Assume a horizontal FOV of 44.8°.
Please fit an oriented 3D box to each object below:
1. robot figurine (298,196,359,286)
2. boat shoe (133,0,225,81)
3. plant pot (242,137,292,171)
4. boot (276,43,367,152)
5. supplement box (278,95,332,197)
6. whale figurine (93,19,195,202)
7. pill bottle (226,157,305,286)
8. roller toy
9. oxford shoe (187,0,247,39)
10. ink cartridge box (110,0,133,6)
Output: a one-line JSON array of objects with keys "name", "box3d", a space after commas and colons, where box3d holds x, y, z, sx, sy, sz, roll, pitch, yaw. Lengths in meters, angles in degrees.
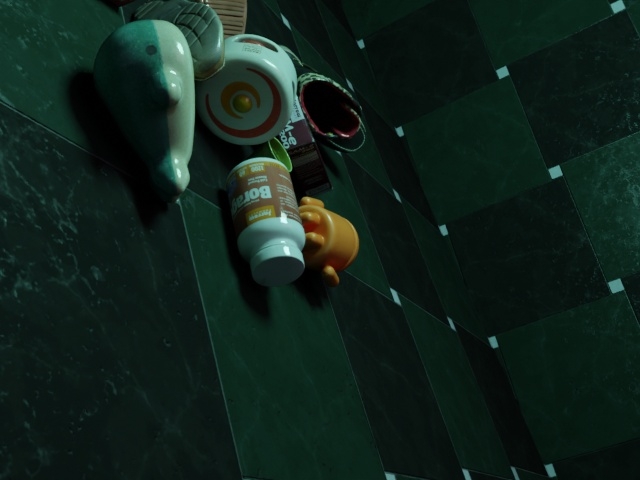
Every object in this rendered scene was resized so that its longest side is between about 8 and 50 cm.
[{"name": "robot figurine", "box3d": [0.000, 0.002, 1.575, 0.158, 0.128, 0.219, 39, 9, 26]}, {"name": "boat shoe", "box3d": [-0.231, -0.347, 1.377, 0.116, 0.123, 0.324, 61, -5, -39]}, {"name": "plant pot", "box3d": [-0.113, -0.158, 1.573, 0.083, 0.079, 0.083, 52, 21, -29]}, {"name": "boot", "box3d": [0.020, -0.315, 1.935, 0.377, 0.138, 0.284, 45, 3, -33]}, {"name": "supplement box", "box3d": [-0.042, -0.204, 1.743, 0.239, 0.073, 0.130, 65, 4, -65]}, {"name": "whale figurine", "box3d": [-0.263, -0.193, 1.167, 0.216, 0.141, 0.272, 165, -81, -72]}, {"name": "pill bottle", "box3d": [-0.094, -0.032, 1.374, 0.121, 0.121, 0.216, 39, 28, -49]}, {"name": "roller toy", "box3d": [-0.145, -0.290, 1.500, 0.209, 0.191, 0.146, 52, 21, -25]}, {"name": "oxford shoe", "box3d": [-0.261, -0.557, 1.673, 0.140, 0.146, 0.397, -6, 89, -53]}, {"name": "ink cartridge box", "box3d": [-0.376, -0.486, 1.350, 0.135, 0.056, 0.099, 23, 57, -62]}]
